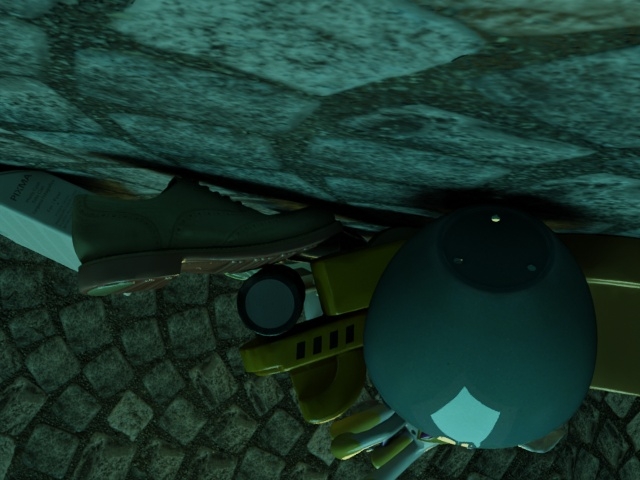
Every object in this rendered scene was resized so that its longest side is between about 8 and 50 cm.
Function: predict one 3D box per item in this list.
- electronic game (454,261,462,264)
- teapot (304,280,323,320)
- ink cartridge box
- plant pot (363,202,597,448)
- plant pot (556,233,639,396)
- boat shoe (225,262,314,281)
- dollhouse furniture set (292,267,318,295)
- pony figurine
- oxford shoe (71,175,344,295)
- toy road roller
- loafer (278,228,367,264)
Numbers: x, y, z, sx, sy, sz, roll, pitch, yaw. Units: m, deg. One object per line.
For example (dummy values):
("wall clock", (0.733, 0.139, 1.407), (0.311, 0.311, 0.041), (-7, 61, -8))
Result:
("electronic game", (0.253, 0.030, 1.456), (0.229, 0.048, 0.229), (13, 171, 2))
("teapot", (0.098, 0.134, 1.871), (0.252, 0.256, 0.187), (29, 152, -34))
("ink cartridge box", (-0.507, -0.053, 1.530), (0.384, 0.091, 0.308), (26, 164, 6))
("plant pot", (0.196, 0.071, 1.039), (0.290, 0.290, 0.195), (8, 140, 9))
("plant pot", (0.435, 0.115, 1.245), (0.290, 0.204, 0.291), (9, 173, 1))
("boat shoe", (-0.157, 0.031, 1.851), (0.304, 0.109, 0.091), (16, 174, -7))
("dollhouse furniture set", (0.156, 0.151, 1.540), (0.355, 0.174, 0.303), (-11, -156, -41))
("pony figurine", (0.190, 0.238, 1.283), (0.363, 0.303, 0.351), (-36, 176, 24))
("oxford shoe", (-0.145, -0.026, 1.205), (0.396, 0.147, 0.140), (-8, 171, -34))
("toy road roller", (0.039, 0.128, 1.321), (0.329, 0.241, 0.202), (-17, -179, 1))
("loafer", (0.000, 0.000, 1.471), (0.220, 0.080, 0.078), (1, 177, -43))
